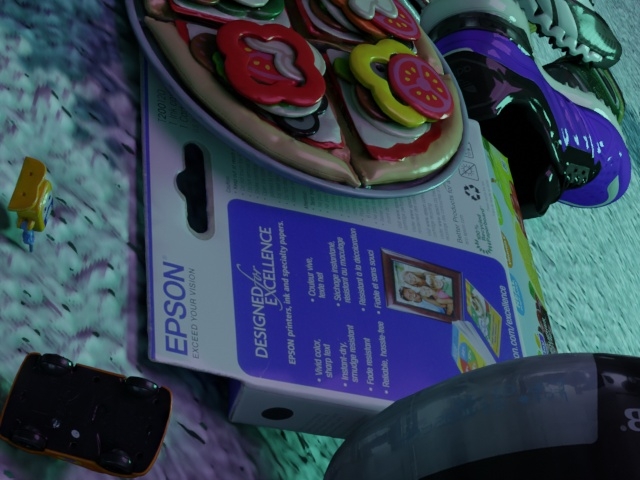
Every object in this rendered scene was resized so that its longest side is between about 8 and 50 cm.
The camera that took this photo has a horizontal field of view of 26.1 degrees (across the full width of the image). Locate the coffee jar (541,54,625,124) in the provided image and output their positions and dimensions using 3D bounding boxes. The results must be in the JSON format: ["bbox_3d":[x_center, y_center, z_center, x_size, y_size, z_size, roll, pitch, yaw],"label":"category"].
[{"bbox_3d":[0.250,-0.135,1.381,0.096,0.079,0.184,60,23,0],"label":"coffee jar"}]

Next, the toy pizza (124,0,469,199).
[{"bbox_3d":[-0.005,-0.103,0.713,0.201,0.032,0.201,21,41,-19],"label":"toy pizza"}]

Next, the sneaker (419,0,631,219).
[{"bbox_3d":[0.171,-0.070,1.132,0.293,0.102,0.146,36,42,-45],"label":"sneaker"}]

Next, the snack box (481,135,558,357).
[{"bbox_3d":[0.078,0.015,0.862,0.174,0.070,0.207,33,39,-52],"label":"snack box"}]

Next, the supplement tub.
[{"bbox_3d":[0.114,0.234,0.561,0.207,0.207,0.338,42,34,-47],"label":"supplement tub"}]

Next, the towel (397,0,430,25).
[{"bbox_3d":[0.026,-0.356,1.138,0.237,0.037,0.329,41,34,-46],"label":"towel"}]

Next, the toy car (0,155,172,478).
[{"bbox_3d":[-0.084,0.031,0.507,0.040,0.060,0.122,95,-7,-65],"label":"toy car"}]

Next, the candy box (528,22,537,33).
[{"bbox_3d":[0.181,-0.312,1.427,0.186,0.053,0.109,49,29,-40],"label":"candy box"}]

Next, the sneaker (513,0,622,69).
[{"bbox_3d":[0.214,-0.252,1.284,0.234,0.106,0.078,36,18,-21],"label":"sneaker"}]

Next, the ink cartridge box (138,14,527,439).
[{"bbox_3d":[0.000,0.000,0.686,0.208,0.045,0.206,15,49,-26],"label":"ink cartridge box"}]
